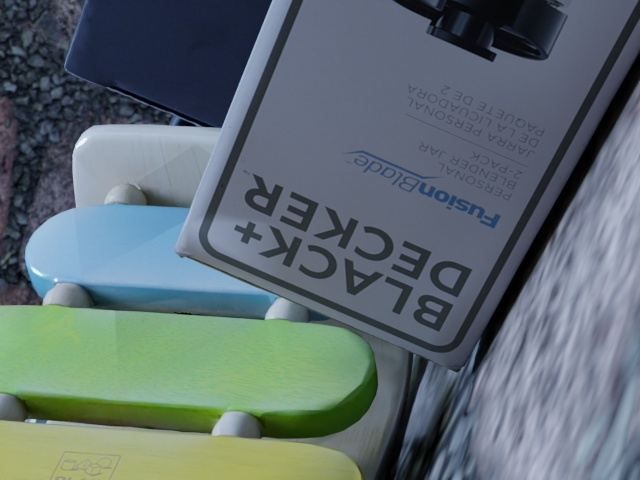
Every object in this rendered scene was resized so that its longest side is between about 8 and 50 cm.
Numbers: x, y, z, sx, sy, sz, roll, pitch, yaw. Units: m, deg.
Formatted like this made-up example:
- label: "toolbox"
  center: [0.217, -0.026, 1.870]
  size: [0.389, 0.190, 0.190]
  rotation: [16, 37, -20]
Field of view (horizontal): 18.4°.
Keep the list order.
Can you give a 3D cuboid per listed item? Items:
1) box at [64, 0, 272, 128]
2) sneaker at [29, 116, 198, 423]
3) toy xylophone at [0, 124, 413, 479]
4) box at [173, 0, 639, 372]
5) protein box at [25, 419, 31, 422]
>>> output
- label: "box"
  center: [0.012, -0.130, 0.755]
  size: [0.207, 0.153, 0.108]
  rotation: [-73, 7, -48]
- label: "sneaker"
  center: [-0.049, 0.027, 0.891]
  size: [0.148, 0.131, 0.350]
  rotation: [-57, -10, -84]
- label: "toy xylophone"
  center: [-0.091, 0.087, 0.547]
  size: [0.322, 0.236, 0.081]
  rotation: [-77, -19, -52]
- label: "box"
  center: [0.061, -0.127, 0.504]
  size: [0.169, 0.087, 0.290]
  rotation: [-72, 5, -50]
- label: "protein box"
  center: [-0.221, 0.208, 1.320]
  size: [0.199, 0.201, 0.136]
  rotation: [78, -157, -43]
